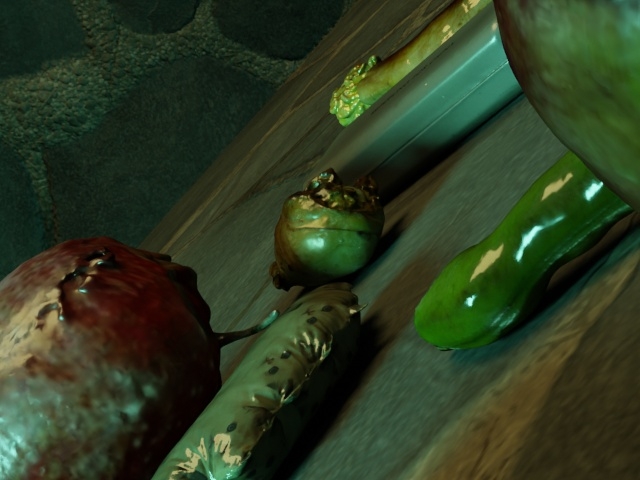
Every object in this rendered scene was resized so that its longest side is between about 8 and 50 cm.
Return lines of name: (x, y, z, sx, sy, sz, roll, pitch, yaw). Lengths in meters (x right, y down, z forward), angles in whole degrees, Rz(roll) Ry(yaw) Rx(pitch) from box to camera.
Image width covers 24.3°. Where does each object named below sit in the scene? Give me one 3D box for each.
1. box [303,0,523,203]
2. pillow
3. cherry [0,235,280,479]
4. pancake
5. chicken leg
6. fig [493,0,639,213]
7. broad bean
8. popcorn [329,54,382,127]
box: (0.086, -0.102, 1.119, 0.243, 0.055, 0.103, -38, 12, 43)
pillow: (-0.030, 0.091, 0.793, 0.093, 0.051, 0.241, -37, 10, 49)
cherry: (-0.164, 0.111, 0.970, 0.250, 0.175, 0.192, -51, 21, -18)
pancake: (0.156, -0.225, 1.343, 0.257, 0.056, 0.212, -49, 9, -16)
chicken leg: (0.000, 0.000, 1.062, 0.093, 0.070, 0.178, -50, -1, -22)
fig: (0.143, -0.077, 0.327, 0.203, 0.186, 0.249, -27, 18, 4)
broad bean: (0.122, -0.025, 0.613, 0.052, 0.052, 0.256, 8, -43, -46)
popcorn: (0.047, -0.148, 1.524, 0.082, 0.057, 0.083, -51, 13, -24)
